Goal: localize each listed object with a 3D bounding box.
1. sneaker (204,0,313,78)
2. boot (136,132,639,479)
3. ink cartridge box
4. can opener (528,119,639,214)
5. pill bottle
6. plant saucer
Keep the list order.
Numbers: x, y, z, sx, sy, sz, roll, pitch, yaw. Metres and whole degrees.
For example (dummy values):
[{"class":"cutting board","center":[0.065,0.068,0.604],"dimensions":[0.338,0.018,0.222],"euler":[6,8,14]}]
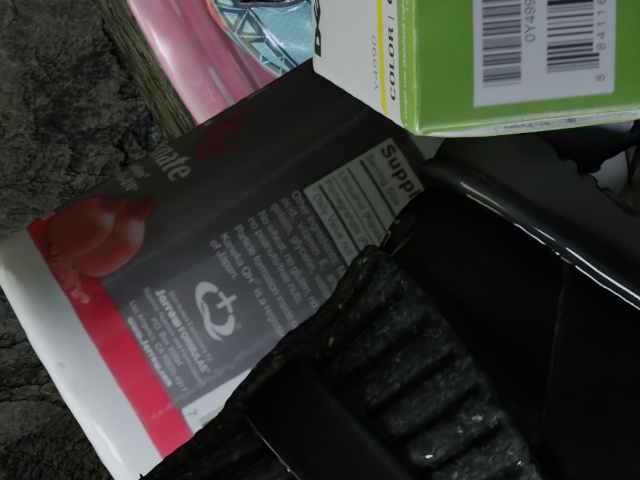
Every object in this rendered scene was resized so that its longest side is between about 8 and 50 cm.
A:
[{"class":"sneaker","center":[-0.061,-0.212,1.198],"dimensions":[0.262,0.104,0.125],"euler":[62,-165,-20]},{"class":"boot","center":[0.110,0.139,0.735],"dimensions":[0.348,0.260,0.131],"euler":[37,173,8]},{"class":"ink cartridge box","center":[0.037,-0.159,0.668],"dimensions":[0.255,0.097,0.189],"euler":[-138,43,-67]},{"class":"can opener","center":[0.135,-0.050,0.649],"dimensions":[0.283,0.095,0.076],"euler":[105,171,-83]},{"class":"pill bottle","center":[0.000,0.000,0.929],"dimensions":[0.176,0.318,0.176],"euler":[57,172,13]},{"class":"plant saucer","center":[-0.103,-0.227,1.415],"dimensions":[0.332,0.084,0.332],"euler":[62,-172,-14]}]
